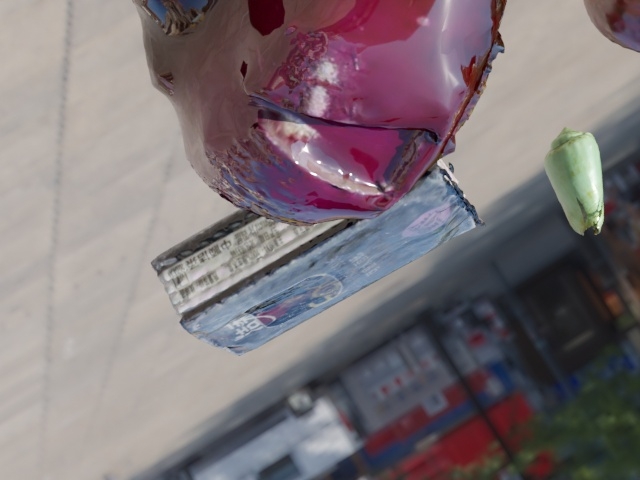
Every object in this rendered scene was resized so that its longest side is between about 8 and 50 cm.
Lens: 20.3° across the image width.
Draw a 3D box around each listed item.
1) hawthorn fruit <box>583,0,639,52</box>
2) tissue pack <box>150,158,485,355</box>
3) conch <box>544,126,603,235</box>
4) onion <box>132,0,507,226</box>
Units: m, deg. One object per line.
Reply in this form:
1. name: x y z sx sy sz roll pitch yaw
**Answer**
1. hawthorn fruit: 0.437 -0.338 2.036 0.299 0.275 0.275 5 -169 25
2. tissue pack: 0.000 0.000 2.131 0.361 0.122 0.259 -30 162 5
3. conch: 0.378 -0.085 2.666 0.079 0.170 0.106 -7 168 -12
4. onion: -0.055 -0.228 1.650 0.420 0.398 0.398 16 156 -14
